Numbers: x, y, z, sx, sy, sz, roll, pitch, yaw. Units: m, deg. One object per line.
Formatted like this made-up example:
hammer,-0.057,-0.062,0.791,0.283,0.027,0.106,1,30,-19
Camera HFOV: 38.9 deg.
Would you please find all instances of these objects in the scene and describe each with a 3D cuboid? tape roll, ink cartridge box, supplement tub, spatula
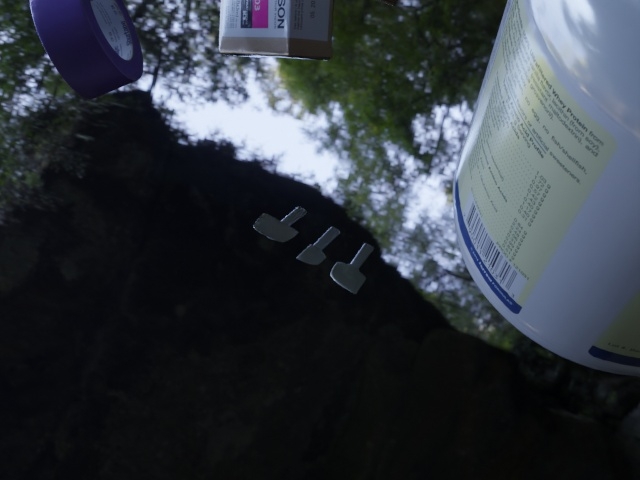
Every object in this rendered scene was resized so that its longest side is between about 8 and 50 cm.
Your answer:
tape roll,-0.346,-0.314,1.358,0.189,0.080,0.189,-19,-90,-79
ink cartridge box,-0.068,-0.400,1.397,0.088,0.193,0.235,-4,-78,-38
supplement tub,0.210,-0.083,0.493,0.235,0.235,0.325,-51,-15,-24
spatula,0.000,0.000,1.301,0.019,0.168,0.242,-63,-4,17

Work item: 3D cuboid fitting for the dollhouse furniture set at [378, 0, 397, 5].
dollhouse furniture set,0.173,-0.652,1.941,0.262,0.135,0.259,43,-111,-80
